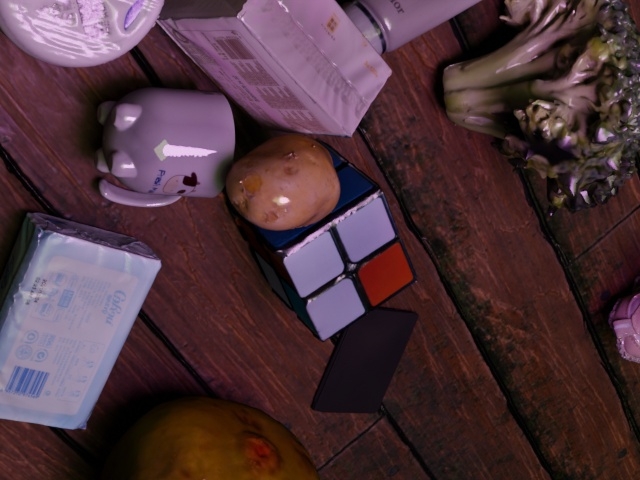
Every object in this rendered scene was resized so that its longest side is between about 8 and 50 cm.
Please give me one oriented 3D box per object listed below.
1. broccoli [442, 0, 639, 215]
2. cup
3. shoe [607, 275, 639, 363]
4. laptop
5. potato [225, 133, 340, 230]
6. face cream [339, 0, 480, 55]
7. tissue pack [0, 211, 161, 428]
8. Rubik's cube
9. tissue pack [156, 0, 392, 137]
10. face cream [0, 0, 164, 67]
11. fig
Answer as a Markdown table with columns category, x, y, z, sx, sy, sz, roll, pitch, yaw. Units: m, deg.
| category | x | y | z | sx | sy | sz | roll | pitch | yaw |
| --- | --- | --- | --- | --- | --- | --- | --- | --- | --- |
| broccoli | 0.315 | -0.207 | 1.479 | 0.280 | 0.293 | 0.348 | -5 | 113 | 15 |
| cup | -0.206 | -0.118 | 1.308 | 0.142 | 0.173 | 0.134 | 0 | 84 | -29 |
| shoe | 0.652 | 0.144 | 1.932 | 0.198 | 0.172 | 0.351 | -21 | 155 | 24 |
| laptop | 0.072 | 0.193 | 1.698 | 0.135 | 0.016 | 0.197 | 10 | 111 | -35 |
| potato | -0.041 | -0.070 | 1.285 | 0.109 | 0.118 | 0.178 | -39 | 175 | 33 |
| face cream | 0.135 | -0.336 | 1.399 | 0.314 | 0.089 | 0.143 | -37 | 93 | -12 |
| tissue pack | -0.340 | 0.106 | 1.360 | 0.177 | 0.089 | 0.263 | 17 | 103 | -37 |
| Rubik's cube | 0.001 | 0.000 | 1.443 | 0.167 | 0.183 | 0.180 | -32 | 126 | -10 |
| tissue pack | -0.058 | -0.238 | 1.267 | 0.225 | 0.185 | 0.124 | 43 | 71 | -39 |
| face cream | -0.275 | -0.298 | 1.163 | 0.206 | 0.111 | 0.206 | -15 | 123 | -25 |
| fig | -0.170 | 0.392 | 1.484 | 0.343 | 0.343 | 0.343 | -14 | 122 | -24 |
